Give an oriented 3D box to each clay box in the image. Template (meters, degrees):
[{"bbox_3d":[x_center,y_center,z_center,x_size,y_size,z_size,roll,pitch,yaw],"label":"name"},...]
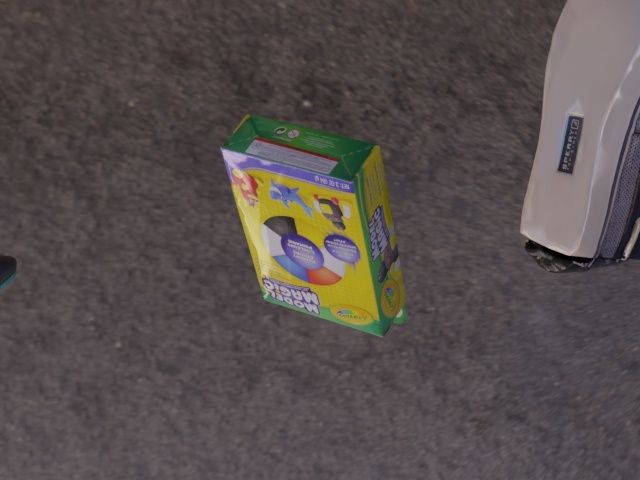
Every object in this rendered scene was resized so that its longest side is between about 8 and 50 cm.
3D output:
[{"bbox_3d":[0.000,0.000,1.117,0.127,0.222,0.053,16,51,26],"label":"clay box"}]

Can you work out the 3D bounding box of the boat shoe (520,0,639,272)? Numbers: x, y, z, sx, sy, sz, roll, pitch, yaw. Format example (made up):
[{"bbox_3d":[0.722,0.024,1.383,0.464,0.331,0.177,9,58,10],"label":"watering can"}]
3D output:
[{"bbox_3d":[0.322,-0.130,1.356,0.127,0.158,0.340,30,110,50],"label":"boat shoe"}]

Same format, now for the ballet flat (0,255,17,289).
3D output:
[{"bbox_3d":[-0.336,0.056,1.050,0.074,0.074,0.203,30,55,24],"label":"ballet flat"}]
